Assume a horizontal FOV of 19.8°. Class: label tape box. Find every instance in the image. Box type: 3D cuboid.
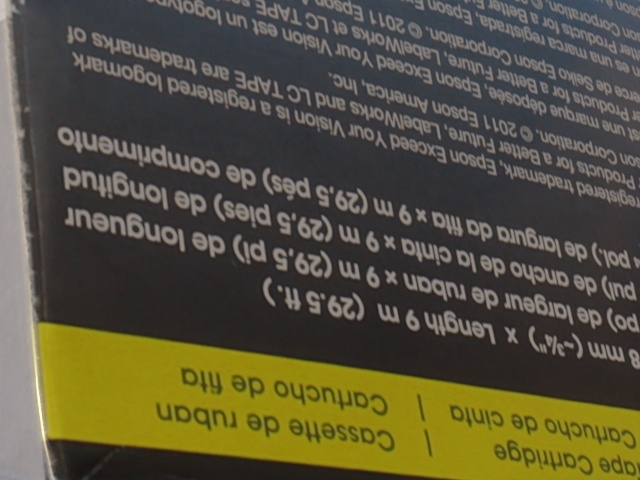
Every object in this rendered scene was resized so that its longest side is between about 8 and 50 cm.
[{"bbox_3d":[0.000,0.000,0.490,0.241,0.333,0.106,12,147,-36],"label":"label tape box"}]
